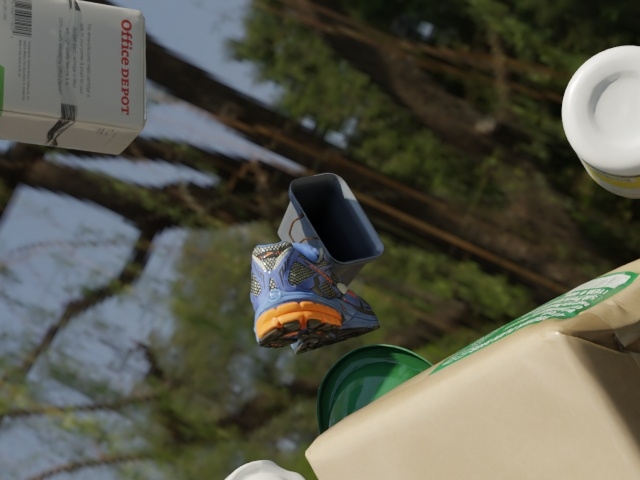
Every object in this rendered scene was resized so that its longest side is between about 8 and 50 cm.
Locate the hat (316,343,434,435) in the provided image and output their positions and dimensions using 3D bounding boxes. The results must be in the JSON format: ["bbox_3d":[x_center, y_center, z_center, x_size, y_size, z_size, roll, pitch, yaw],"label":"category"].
[{"bbox_3d":[0.031,0.203,1.589,0.208,0.173,0.183,-31,-1,40],"label":"hat"}]

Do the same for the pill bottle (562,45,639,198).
[{"bbox_3d":[0.257,-0.090,1.407,0.103,0.103,0.184,-65,-16,0],"label":"pill bottle"}]

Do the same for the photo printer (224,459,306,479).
[{"bbox_3d":[-0.098,0.355,1.487,0.307,0.107,0.256,-70,5,-55],"label":"photo printer"}]

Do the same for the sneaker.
[{"bbox_3d":[-0.006,0.045,1.471,0.221,0.083,0.087,32,-137,-77],"label":"sneaker"}]

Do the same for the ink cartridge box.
[{"bbox_3d":[-0.320,-0.197,2.009,0.092,0.219,0.160,144,129,-58],"label":"ink cartridge box"}]

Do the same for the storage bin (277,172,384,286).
[{"bbox_3d":[0.000,0.000,2.157,0.098,0.135,0.091,-13,-32,-35],"label":"storage bin"}]

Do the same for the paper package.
[{"bbox_3d":[0.193,0.208,1.276,0.168,0.309,0.325,-30,-2,-40],"label":"paper package"}]
